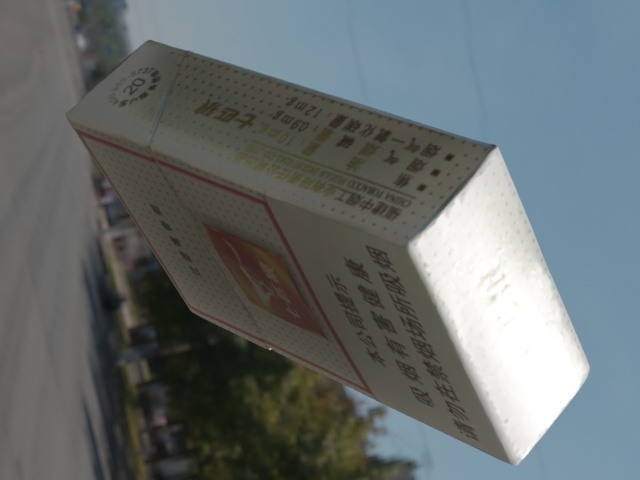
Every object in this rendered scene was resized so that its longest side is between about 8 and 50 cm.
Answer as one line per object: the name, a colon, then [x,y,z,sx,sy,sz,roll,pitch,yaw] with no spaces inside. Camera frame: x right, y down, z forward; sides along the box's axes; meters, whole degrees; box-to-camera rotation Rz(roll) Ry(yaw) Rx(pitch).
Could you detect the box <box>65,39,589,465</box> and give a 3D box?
box: [0.001,0.000,1.083,0.330,0.095,0.210,23,-29,43]
